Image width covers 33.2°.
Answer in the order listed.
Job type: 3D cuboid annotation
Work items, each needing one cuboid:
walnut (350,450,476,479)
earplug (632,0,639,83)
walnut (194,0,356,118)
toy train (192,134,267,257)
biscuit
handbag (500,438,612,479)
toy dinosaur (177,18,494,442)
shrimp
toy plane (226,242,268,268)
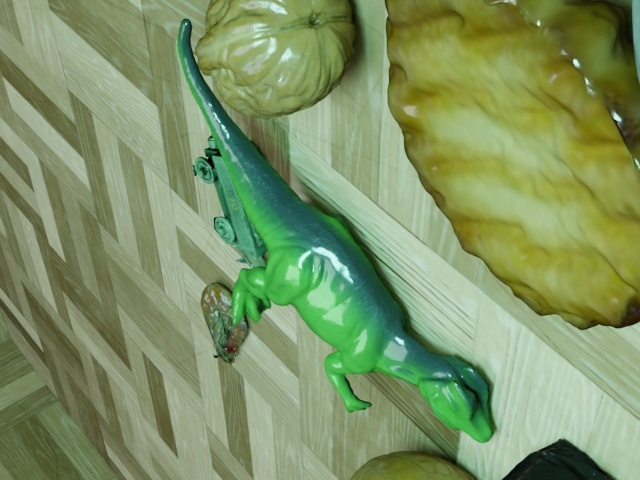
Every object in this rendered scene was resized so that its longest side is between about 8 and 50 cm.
[{"bbox_3d":[0.119,0.362,1.339,0.195,0.195,0.222,66,161,-12],"label":"walnut"},{"bbox_3d":[0.278,-0.108,0.583,0.325,0.175,0.214,60,167,20],"label":"earplug"},{"bbox_3d":[-0.049,-0.201,1.074,0.184,0.155,0.155,-13,106,62],"label":"walnut"},{"bbox_3d":[-0.106,-0.060,1.431,0.099,0.070,0.172,15,129,47],"label":"toy train"},{"bbox_3d":[0.172,-0.082,0.840,0.325,0.107,0.325,52,161,26],"label":"biscuit"},{"bbox_3d":[0.227,0.336,1.121,0.155,0.169,0.215,37,146,38],"label":"handbag"},{"bbox_3d":[0.000,0.000,1.223,0.375,0.144,0.499,19,138,47],"label":"toy dinosaur"},{"bbox_3d":[-0.158,0.145,1.772,0.101,0.042,0.190,34,144,30],"label":"shrimp"},{"bbox_3d":[-0.101,0.018,1.543,0.083,0.033,0.080,44,151,15],"label":"toy plane"}]
